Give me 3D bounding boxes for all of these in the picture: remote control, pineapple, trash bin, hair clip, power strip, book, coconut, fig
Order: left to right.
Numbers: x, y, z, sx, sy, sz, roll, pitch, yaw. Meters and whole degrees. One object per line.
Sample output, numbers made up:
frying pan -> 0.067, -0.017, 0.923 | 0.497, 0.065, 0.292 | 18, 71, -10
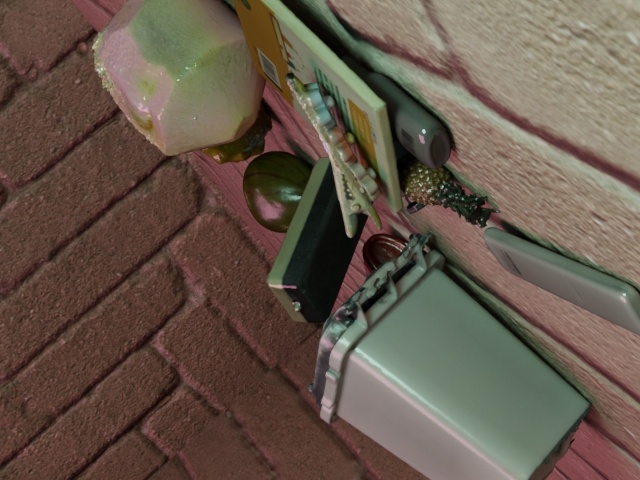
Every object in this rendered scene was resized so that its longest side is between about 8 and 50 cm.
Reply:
coconut -> -0.190, -0.240, 1.631 | 0.245, 0.233, 0.233 | 49, 174, 19
fig -> -0.023, -0.091, 1.991 | 0.259, 0.151, 0.151 | -4, 133, 46
book -> -0.009, -0.180, 1.310 | 0.295, 0.020, 0.208 | 48, 167, 28
power strip -> 0.000, 0.000, 1.674 | 0.070, 0.256, 0.105 | -2, 141, 32
hair clip -> 0.023, -0.098, 1.262 | 0.062, 0.056, 0.214 | -112, 0, -66
pineapple -> 0.145, -0.047, 1.284 | 0.124, 0.058, 0.058 | 42, 171, 40
trash bin -> 0.187, 0.206, 1.632 | 0.368, 0.256, 0.296 | 38, 148, 20
remote control -> 0.257, 0.037, 1.180 | 0.067, 0.029, 0.261 | 52, 170, -26

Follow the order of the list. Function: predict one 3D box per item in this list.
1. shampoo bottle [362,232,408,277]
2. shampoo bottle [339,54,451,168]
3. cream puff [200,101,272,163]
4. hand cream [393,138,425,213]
shampoo bottle -> 0.132, 0.075, 1.947 | 0.118, 0.076, 0.314 | 34, 170, 14
shampoo bottle -> 0.075, -0.146, 1.234 | 0.165, 0.040, 0.080 | 45, 173, 29
cream puff -> -0.159, -0.205, 1.985 | 0.146, 0.146, 0.116 | 51, 174, -16
hand cream -> 0.046, -0.151, 1.354 | 0.271, 0.058, 0.091 | 53, -178, -6
